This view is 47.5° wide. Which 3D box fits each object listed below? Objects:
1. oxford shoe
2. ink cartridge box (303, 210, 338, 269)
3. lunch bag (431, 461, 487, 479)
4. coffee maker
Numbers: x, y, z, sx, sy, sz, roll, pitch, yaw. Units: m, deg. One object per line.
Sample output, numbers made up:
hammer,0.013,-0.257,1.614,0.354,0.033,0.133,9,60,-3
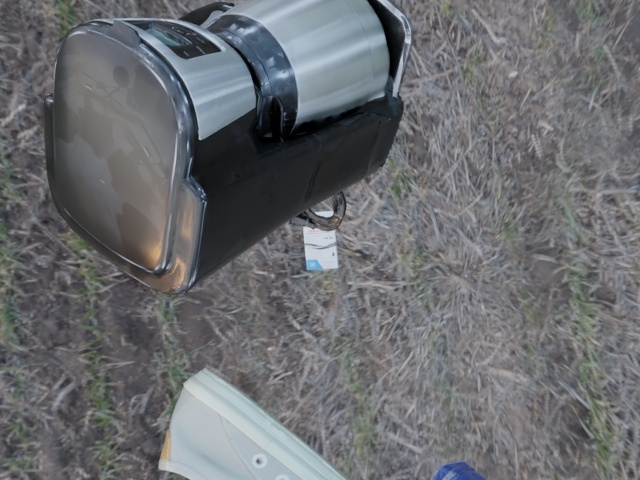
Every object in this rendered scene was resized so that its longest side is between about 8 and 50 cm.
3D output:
oxford shoe,0.007,0.319,0.786,0.449,0.169,0.130,37,77,6
ink cartridge box,0.000,0.000,1.098,0.048,0.028,0.083,-5,103,4
lunch bag,0.187,0.342,0.996,0.065,0.098,0.067,38,100,34
coffee maker,-0.041,-0.047,0.392,0.120,0.178,0.171,10,121,37
